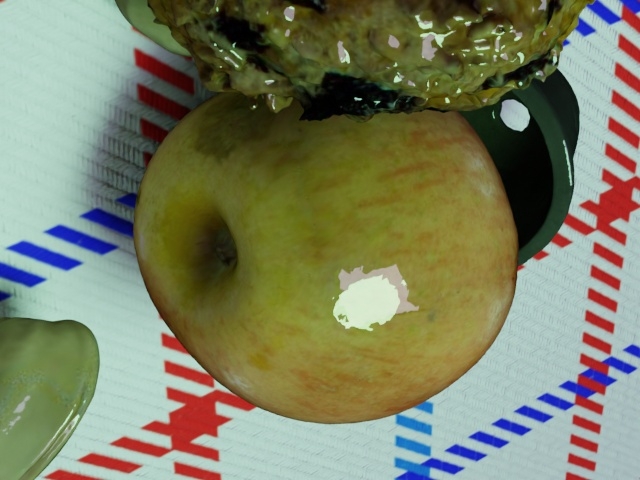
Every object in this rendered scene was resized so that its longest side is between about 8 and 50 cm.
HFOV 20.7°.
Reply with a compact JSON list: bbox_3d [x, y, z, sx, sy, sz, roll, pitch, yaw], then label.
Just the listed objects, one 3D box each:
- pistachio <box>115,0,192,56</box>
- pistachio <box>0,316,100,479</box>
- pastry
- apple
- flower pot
[{"bbox_3d":[-0.136,-0.226,1.605,0.113,0.113,0.149,-41,146,-9],"label":"pistachio"},{"bbox_3d":[-0.331,0.179,1.691,0.293,0.181,0.162,-41,146,5],"label":"pistachio"},{"bbox_3d":[0.045,-0.237,1.447,0.405,0.337,0.292,7,92,-27],"label":"pastry"},{"bbox_3d":[0.000,0.000,1.704,0.364,0.364,0.364,-25,136,-27],"label":"apple"},{"bbox_3d":[0.180,-0.112,1.918,0.166,0.269,0.269,-37,146,-52],"label":"flower pot"}]
